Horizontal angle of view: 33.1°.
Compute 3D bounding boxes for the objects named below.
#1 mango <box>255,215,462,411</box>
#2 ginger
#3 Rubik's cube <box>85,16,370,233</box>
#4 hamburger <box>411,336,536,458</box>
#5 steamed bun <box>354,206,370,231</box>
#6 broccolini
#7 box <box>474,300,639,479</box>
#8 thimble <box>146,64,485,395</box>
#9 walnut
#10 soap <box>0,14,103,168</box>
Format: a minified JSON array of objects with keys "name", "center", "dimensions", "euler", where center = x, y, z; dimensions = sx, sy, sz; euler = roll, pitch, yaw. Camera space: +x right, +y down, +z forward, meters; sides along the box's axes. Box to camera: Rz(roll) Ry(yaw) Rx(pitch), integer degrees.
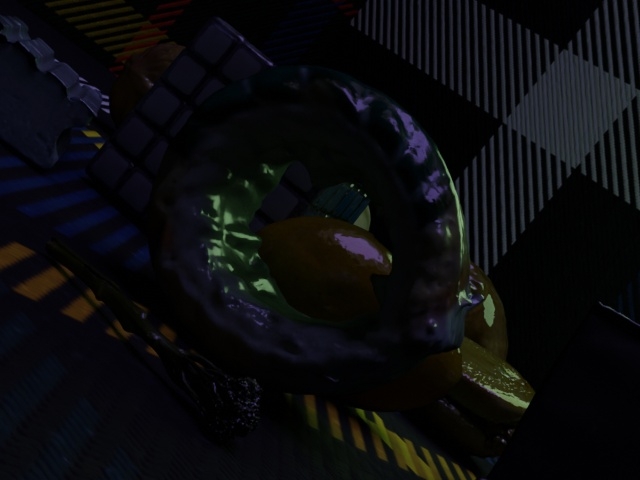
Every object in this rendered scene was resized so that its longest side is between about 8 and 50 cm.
[{"name":"mango","center":[0.029,0.081,1.099],"dimensions":[0.262,0.167,0.130],"euler":[42,16,-18]},{"name":"ginger","center":[0.191,0.136,1.640],"dimensions":[0.269,0.223,0.200],"euler":[34,-5,-6]},{"name":"Rubik's cube","center":[-0.085,-0.077,1.261],"dimensions":[0.238,0.237,0.237],"euler":[39,1,14]},{"name":"hamburger","center":[0.189,0.208,1.420],"dimensions":[0.189,0.122,0.215],"euler":[31,10,-24]},{"name":"steamed bun","center":[-0.065,-0.043,1.493],"dimensions":[0.226,0.200,0.170],"euler":[27,-29,39]},{"name":"broccolini","center":[-0.121,0.063,0.728],"dimensions":[0.218,0.042,0.044],"euler":[34,2,26]},{"name":"box","center":[0.304,0.233,1.042],"dimensions":[0.251,0.204,0.345],"euler":[34,-7,14]},{"name":"thimble","center":[0.000,0.000,0.914],"dimensions":[0.288,0.254,0.167],"euler":[42,4,13]},{"name":"walnut","center":[-0.254,-0.228,1.814],"dimensions":[0.213,0.213,0.213],"euler":[39,3,-2]},{"name":"soap","center":[-0.315,-0.161,1.145],"dimensions":[0.150,0.094,0.261],"euler":[44,1,-14]}]
